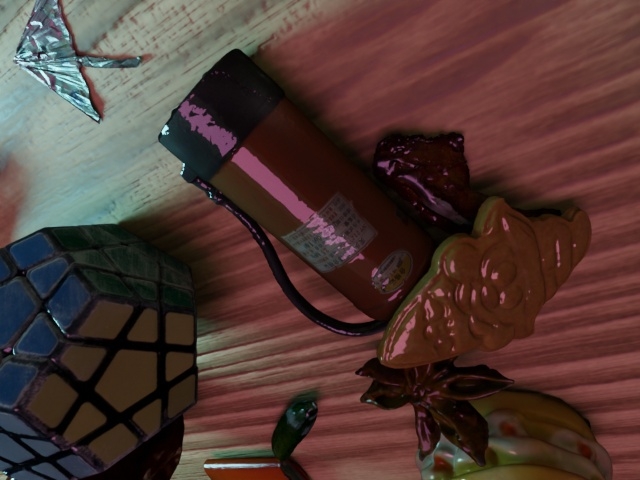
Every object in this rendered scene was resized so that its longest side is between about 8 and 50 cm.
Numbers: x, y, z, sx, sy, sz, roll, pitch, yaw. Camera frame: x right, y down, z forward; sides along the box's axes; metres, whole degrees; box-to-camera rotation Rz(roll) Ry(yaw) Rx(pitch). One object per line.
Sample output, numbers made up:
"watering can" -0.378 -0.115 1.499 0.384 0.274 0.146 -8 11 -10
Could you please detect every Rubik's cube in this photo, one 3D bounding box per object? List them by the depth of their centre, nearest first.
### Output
"Rubik's cube" -0.298 0.132 0.529 0.320 0.318 0.264 5 154 10

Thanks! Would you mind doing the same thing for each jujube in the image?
"jujube" -0.347 0.347 0.677 0.223 0.318 0.222 0 96 1

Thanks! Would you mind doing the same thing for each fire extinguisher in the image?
"fire extinguisher" 0.006 -0.009 0.463 0.376 0.113 0.200 40 149 -16

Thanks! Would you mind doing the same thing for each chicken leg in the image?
"chicken leg" 0.145 -0.046 0.433 0.205 0.053 0.093 31 111 -17

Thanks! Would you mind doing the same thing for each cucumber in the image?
"cucumber" -0.050 0.341 0.766 0.056 0.056 0.250 22 130 -3

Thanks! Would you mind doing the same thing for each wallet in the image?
"wallet" -0.136 0.514 0.921 0.205 0.045 0.142 -15 124 24

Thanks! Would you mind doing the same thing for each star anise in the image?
"star anise" 0.146 0.183 0.564 0.213 0.111 0.195 8 113 46

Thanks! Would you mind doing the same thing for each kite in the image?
"kite" -0.257 -0.188 0.441 0.157 0.011 0.139 6 130 10

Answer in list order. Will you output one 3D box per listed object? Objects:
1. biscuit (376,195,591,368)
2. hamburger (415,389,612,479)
"biscuit" 0.162 0.049 0.414 0.250 0.035 0.162 -34 111 0
"hamburger" 0.274 0.375 0.602 0.277 0.236 0.276 5 125 7
